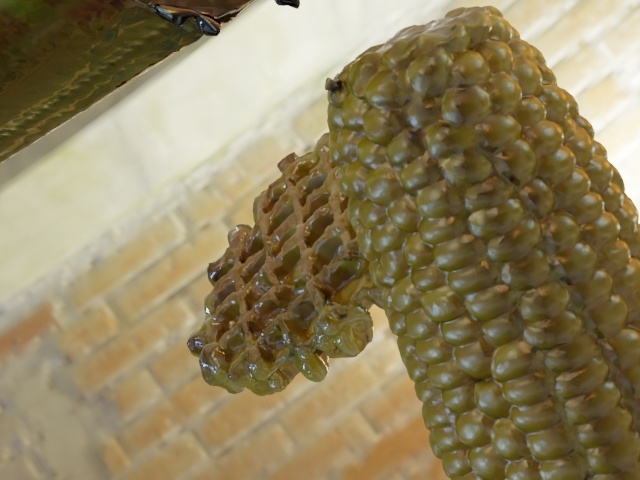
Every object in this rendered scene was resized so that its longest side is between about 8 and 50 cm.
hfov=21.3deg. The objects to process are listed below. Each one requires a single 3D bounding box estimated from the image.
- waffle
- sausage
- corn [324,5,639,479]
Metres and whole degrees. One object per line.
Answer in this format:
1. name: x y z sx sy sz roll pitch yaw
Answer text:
1. waffle: 0.001 0.002 0.895 0.191 0.038 0.191 -40 27 25
2. sausage: -0.131 -0.080 0.619 0.117 0.125 0.317 -31 4 -39
3. corn: 0.078 0.056 0.514 0.091 0.260 0.091 -22 10 26
